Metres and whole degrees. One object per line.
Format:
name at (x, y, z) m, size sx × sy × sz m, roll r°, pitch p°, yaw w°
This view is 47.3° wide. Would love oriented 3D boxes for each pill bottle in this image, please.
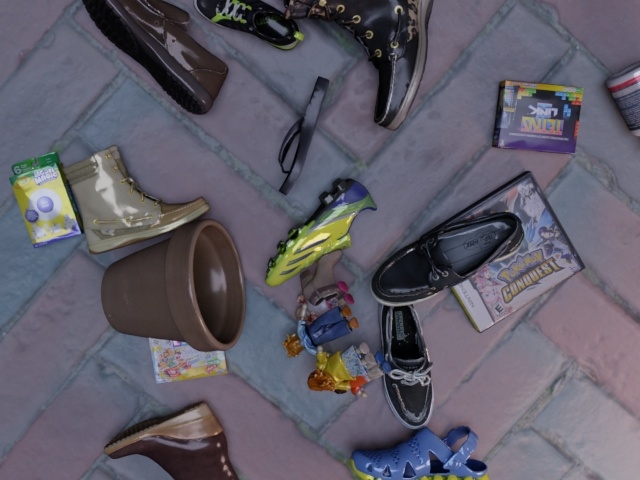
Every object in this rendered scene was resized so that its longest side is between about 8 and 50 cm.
pill bottle at (0.686, -0.279, 1.527) m, size 0.108 × 0.108 × 0.180 m, roll -30°, pitch 97°, yaw 0°

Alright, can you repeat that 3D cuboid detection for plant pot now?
plant pot at (-0.300, 0.100, 1.462) m, size 0.229 × 0.263 × 0.263 m, roll -9°, pitch 97°, yaw 17°

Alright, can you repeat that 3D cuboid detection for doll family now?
doll family at (0.011, 0.217, 1.504) m, size 0.163 × 0.118 × 0.263 m, roll -32°, pitch 80°, yaw 25°

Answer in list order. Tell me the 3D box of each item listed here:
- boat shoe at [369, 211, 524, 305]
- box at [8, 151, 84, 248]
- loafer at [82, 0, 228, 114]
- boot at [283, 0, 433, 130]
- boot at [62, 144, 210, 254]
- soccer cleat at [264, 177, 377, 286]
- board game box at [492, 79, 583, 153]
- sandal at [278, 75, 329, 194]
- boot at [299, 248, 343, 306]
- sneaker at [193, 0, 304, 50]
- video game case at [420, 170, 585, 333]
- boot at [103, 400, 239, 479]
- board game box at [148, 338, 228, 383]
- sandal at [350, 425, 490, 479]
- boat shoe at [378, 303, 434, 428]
boat shoe at (0.259, 0.030, 1.479) m, size 0.340 × 0.113 × 0.127 m, roll -18°, pitch 72°, yaw -2°
box at (-0.565, -0.084, 1.505) m, size 0.105 × 0.043 × 0.179 m, roll -18°, pitch 96°, yaw -2°
loafer at (-0.328, -0.418, 1.454) m, size 0.366 × 0.134 × 0.130 m, roll 47°, pitch 69°, yaw -17°
boot at (0.068, -0.424, 1.436) m, size 0.284 × 0.138 × 0.377 m, roll 10°, pitch 92°, yaw -15°
boot at (-0.376, -0.102, 1.491) m, size 0.262 × 0.095 × 0.203 m, roll -17°, pitch 96°, yaw 3°
soccer cleat at (0.001, 0.000, 1.526) m, size 0.121 × 0.093 × 0.289 m, roll 41°, pitch 93°, yaw -14°
board game box at (0.458, -0.260, 1.545) m, size 0.170 × 0.048 × 0.141 m, roll 4°, pitch 95°, yaw -4°
sandal at (-0.046, -0.216, 1.501) m, size 0.054 × 0.097 × 0.254 m, roll 18°, pitch 85°, yaw -6°
boot at (0.013, 0.080, 1.500) m, size 0.118 × 0.042 × 0.087 m, roll -35°, pitch 54°, yaw 3°
sneaker at (-0.140, -0.456, 1.460) m, size 0.234 × 0.097 × 0.084 m, roll 20°, pitch 95°, yaw -6°
video game case at (0.395, 0.026, 1.580) m, size 0.275 × 0.035 × 0.248 m, roll -32°, pitch 97°, yaw 1°
boot at (-0.314, 0.478, 1.559) m, size 0.248 × 0.090 × 0.207 m, roll -20°, pitch 95°, yaw -5°
board game box at (-0.283, 0.244, 1.567) m, size 0.154 × 0.026 × 0.103 m, roll -8°, pitch 97°, yaw -2°
sandal at (0.219, 0.466, 1.582) m, size 0.317 × 0.126 × 0.138 m, roll 5°, pitch 95°, yaw -14°
boat shoe at (0.189, 0.264, 1.559) m, size 0.113 × 0.105 × 0.306 m, roll -5°, pitch 97°, yaw -3°
